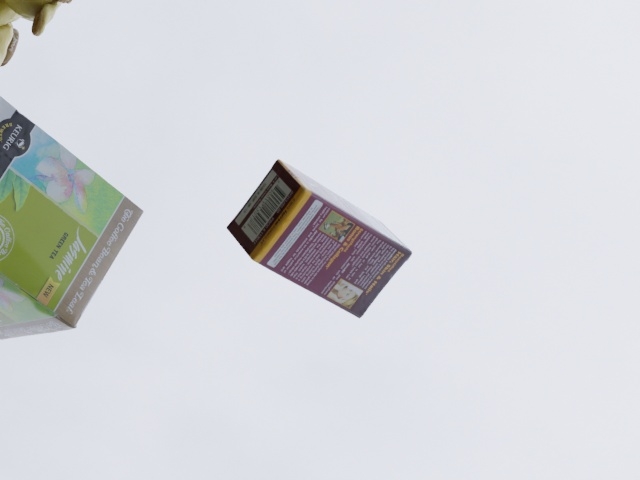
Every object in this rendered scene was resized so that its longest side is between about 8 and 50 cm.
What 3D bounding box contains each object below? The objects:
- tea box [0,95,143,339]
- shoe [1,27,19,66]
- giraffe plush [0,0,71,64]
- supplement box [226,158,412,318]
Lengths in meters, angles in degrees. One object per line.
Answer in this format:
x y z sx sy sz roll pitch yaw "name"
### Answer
-0.498 -0.032 2.104 0.329 0.323 0.220 -12 -135 54 "tea box"
-0.457 -0.249 1.868 0.219 0.058 0.076 -9 -112 57 "shoe"
-0.352 -0.279 1.596 0.170 0.210 0.181 -8 -88 47 "giraffe plush"
0.000 0.000 1.666 0.104 0.188 0.081 -52 -140 9 "supplement box"
